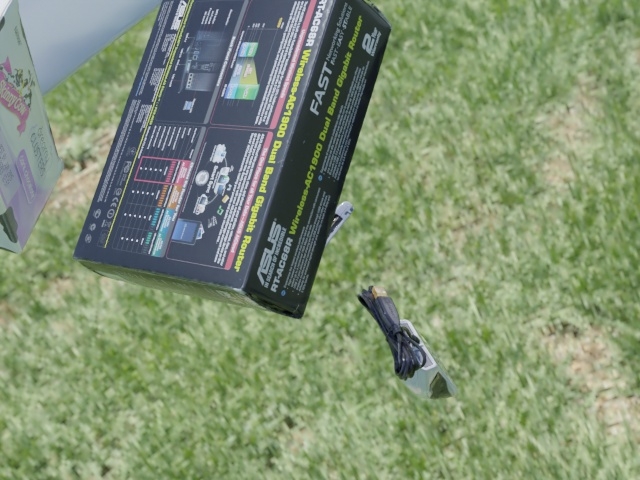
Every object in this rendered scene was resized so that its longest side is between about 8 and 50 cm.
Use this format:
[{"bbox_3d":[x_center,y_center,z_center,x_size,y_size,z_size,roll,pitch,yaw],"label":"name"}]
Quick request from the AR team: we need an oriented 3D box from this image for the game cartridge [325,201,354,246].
[{"bbox_3d":[0.000,0.000,1.028,0.083,0.017,0.056,-52,-2,-7],"label":"game cartridge"}]

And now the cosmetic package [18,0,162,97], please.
[{"bbox_3d":[-0.361,-0.197,0.965,0.453,0.162,0.230,2,40,50],"label":"cosmetic package"}]

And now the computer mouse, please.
[{"bbox_3d":[0.089,0.117,1.070,0.042,0.193,0.106,-34,57,4],"label":"computer mouse"}]

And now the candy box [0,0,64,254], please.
[{"bbox_3d":[-0.256,-0.083,0.604,0.196,0.165,0.070,16,60,6],"label":"candy box"}]

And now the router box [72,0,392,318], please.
[{"bbox_3d":[-0.034,-0.038,0.417,0.092,0.038,0.123,9,77,39],"label":"router box"}]
